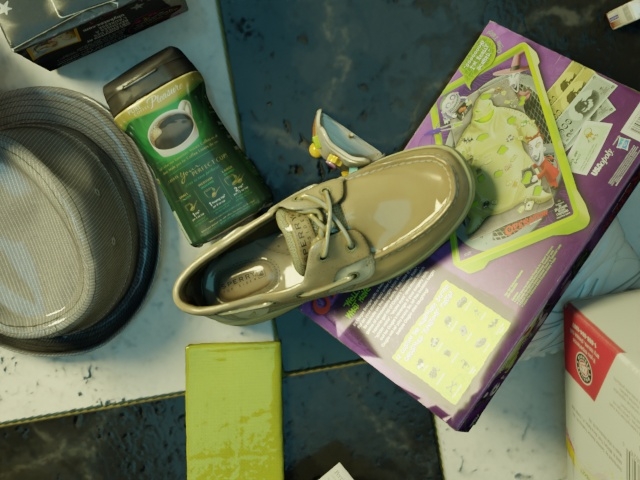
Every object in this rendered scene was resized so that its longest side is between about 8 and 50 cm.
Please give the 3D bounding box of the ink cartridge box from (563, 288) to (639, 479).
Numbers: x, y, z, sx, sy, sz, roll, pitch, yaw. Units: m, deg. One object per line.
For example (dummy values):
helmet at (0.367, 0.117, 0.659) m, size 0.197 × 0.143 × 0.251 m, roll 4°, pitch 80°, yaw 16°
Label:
ink cartridge box at (0.321, 0.222, 0.810) m, size 0.131 × 0.226 × 0.306 m, roll -11°, pitch 110°, yaw -7°

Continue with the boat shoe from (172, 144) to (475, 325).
boat shoe at (0.000, 0.000, 0.842) m, size 0.302 × 0.098 × 0.109 m, roll -25°, pitch 78°, yaw 18°

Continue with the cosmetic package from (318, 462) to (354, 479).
cosmetic package at (0.058, 0.340, 0.864) m, size 0.099 × 0.060 × 0.239 m, roll -37°, pitch 61°, yaw -11°

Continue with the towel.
towel at (-0.088, 0.224, 0.939) m, size 0.102 × 0.021 × 0.237 m, roll -1°, pitch 93°, yaw -7°

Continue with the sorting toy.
sorting toy at (0.022, -0.091, 0.889) m, size 0.083 × 0.075 × 0.045 m, roll 34°, pitch 93°, yaw -3°

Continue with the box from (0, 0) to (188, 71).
box at (-0.245, -0.308, 0.835) m, size 0.163 × 0.142 × 0.247 m, roll -24°, pitch 95°, yaw -1°

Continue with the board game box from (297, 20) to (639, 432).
board game box at (0.152, -0.019, 0.863) m, size 0.208 × 0.056 × 0.347 m, roll 36°, pitch 94°, yaw 25°

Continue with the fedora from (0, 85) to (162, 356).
fedora at (-0.280, -0.014, 0.863) m, size 0.243 × 0.124 × 0.276 m, roll -12°, pitch 94°, yaw -1°

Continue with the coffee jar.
coffee jar at (-0.130, -0.093, 0.883) m, size 0.096 × 0.079 × 0.184 m, roll -30°, pitch 95°, yaw 4°

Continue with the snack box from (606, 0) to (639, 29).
snack box at (0.376, -0.259, 0.890) m, size 0.178 × 0.064 × 0.022 m, roll -26°, pitch 94°, yaw 0°

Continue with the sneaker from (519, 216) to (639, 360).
sneaker at (0.235, 0.083, 0.903) m, size 0.232 × 0.090 × 0.115 m, roll -42°, pitch 102°, yaw 5°
